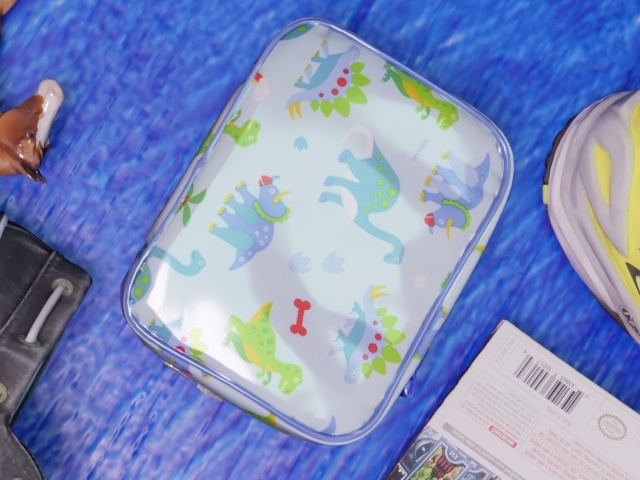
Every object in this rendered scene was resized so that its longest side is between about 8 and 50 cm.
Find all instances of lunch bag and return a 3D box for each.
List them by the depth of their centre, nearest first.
[{"bbox_3d":[0.000,0.000,0.835,0.176,0.090,0.219,30,81,-5],"label":"lunch bag"}]

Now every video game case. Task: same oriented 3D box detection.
[{"bbox_3d":[0.138,0.194,0.827,0.232,0.042,0.210,35,77,14],"label":"video game case"}]

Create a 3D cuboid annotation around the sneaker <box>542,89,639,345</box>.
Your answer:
[{"bbox_3d":[0.274,0.078,0.845,0.145,0.147,0.384,-39,93,-12],"label":"sneaker"}]

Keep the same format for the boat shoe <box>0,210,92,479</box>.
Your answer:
[{"bbox_3d":[-0.190,0.114,0.720,0.119,0.121,0.335,22,50,-12],"label":"boat shoe"}]

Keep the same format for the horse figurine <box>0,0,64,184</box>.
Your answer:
[{"bbox_3d":[-0.256,-0.152,0.815,0.263,0.066,0.174,18,89,-10],"label":"horse figurine"}]
